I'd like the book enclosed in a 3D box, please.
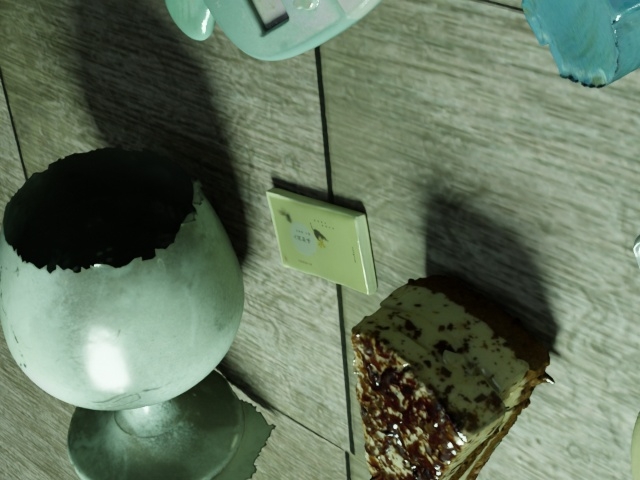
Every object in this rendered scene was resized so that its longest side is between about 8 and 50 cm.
[{"bbox_3d":[0.000,0.000,0.969,0.111,0.014,0.077,17,128,42],"label":"book"}]

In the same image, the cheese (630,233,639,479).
[{"bbox_3d":[0.269,0.112,0.690,0.163,0.071,0.249,19,129,41],"label":"cheese"}]

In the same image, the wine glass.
[{"bbox_3d":[-0.177,0.085,1.067,0.238,0.238,0.323,30,145,32],"label":"wine glass"}]

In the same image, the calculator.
[{"bbox_3d":[-0.033,-0.230,0.813,0.295,0.042,0.184,-18,102,51],"label":"calculator"}]

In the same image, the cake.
[{"bbox_3d":[0.075,0.138,0.906,0.135,0.112,0.246,46,146,20],"label":"cake"}]

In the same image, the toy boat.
[{"bbox_3d":[0.169,-0.141,0.579,0.088,0.102,0.215,61,-176,-6],"label":"toy boat"}]
